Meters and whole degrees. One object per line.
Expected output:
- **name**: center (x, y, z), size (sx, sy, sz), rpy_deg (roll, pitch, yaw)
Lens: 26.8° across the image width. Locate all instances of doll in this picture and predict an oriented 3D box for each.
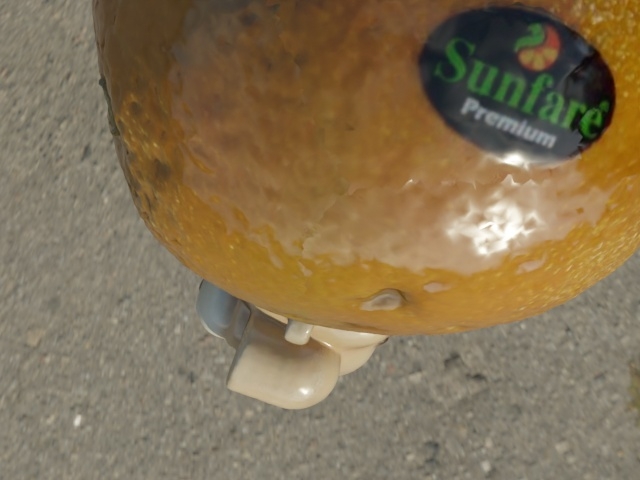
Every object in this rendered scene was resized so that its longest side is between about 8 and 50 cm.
- **doll**: center (0.001, -0.002, 0.817), size (0.119, 0.278, 0.154), rpy_deg (20, 102, 0)

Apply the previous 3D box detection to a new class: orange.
- **orange**: center (0.028, -0.060, 0.437), size (0.206, 0.206, 0.206), rpy_deg (-2, 110, -4)
